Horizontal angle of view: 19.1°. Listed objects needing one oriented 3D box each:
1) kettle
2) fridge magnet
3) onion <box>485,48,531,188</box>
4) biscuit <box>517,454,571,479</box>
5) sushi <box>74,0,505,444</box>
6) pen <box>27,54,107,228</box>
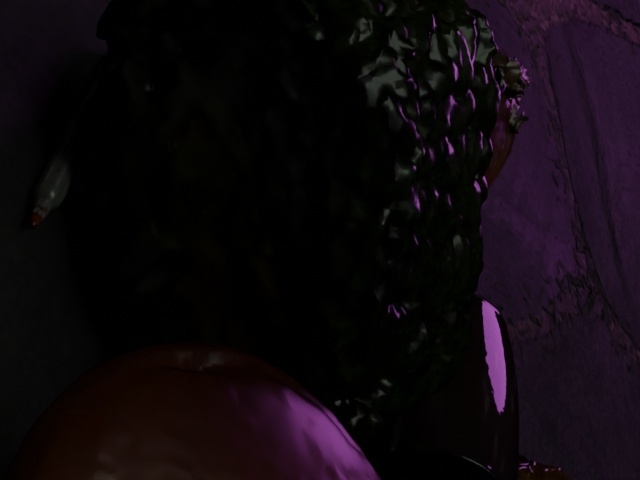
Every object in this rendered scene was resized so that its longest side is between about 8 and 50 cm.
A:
[{"bbox_3d":[0.087,0.135,1.649,0.202,0.144,0.232,41,34,-24],"label":"kettle"},{"bbox_3d":[-0.069,0.241,1.155,0.363,0.155,0.364,21,62,-45],"label":"fridge magnet"},{"bbox_3d":[0.118,-0.139,1.815,0.230,0.163,0.230,21,60,-42],"label":"onion"},{"bbox_3d":[0.200,0.347,1.748,0.296,0.075,0.296,39,42,-48],"label":"biscuit"},{"bbox_3d":[-0.033,-0.036,1.384,0.178,0.294,0.352,-11,108,-54],"label":"sushi"},{"bbox_3d":[-0.182,-0.080,1.449,0.026,0.026,0.218,52,36,-27],"label":"pen"}]
